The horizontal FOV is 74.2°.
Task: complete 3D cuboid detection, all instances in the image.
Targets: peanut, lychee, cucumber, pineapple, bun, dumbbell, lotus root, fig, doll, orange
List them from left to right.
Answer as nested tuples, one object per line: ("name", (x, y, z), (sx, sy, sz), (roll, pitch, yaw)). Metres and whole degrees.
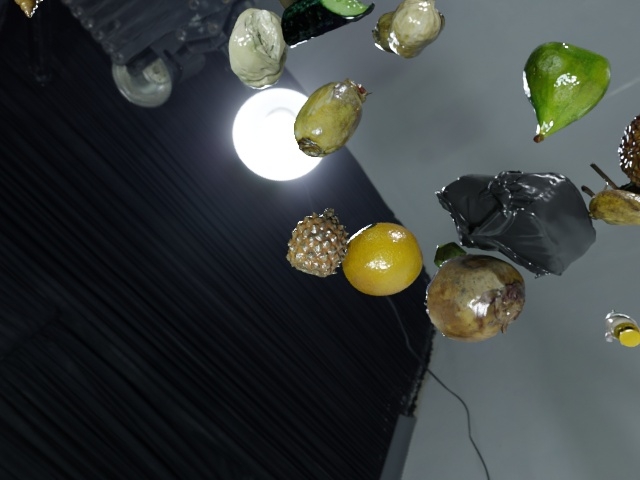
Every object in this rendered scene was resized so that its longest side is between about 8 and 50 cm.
("bun", (-0.161, -0.545, 1.212), (0.237, 0.116, 0.209), (-12, -60, -70))
("cucumber", (-0.008, -0.362, 0.686), (0.220, 0.070, 0.046), (14, 68, 55))
("pineapple", (0.000, 0.000, 1.152), (0.166, 0.167, 0.192), (-5, 65, 69))
("lotus root", (0.032, -0.326, 1.079), (0.278, 0.154, 0.154), (-54, 17, -23))
("orange", (0.182, 0.054, 1.240), (0.236, 0.236, 0.236), (-38, 13, 10))
("lotus root", (0.345, -0.817, 1.651), (0.275, 0.160, 0.151), (-16, -33, -5))
("peanut", (0.248, -0.568, 1.135), (0.129, 0.129, 0.224), (-40, 8, 2))
("dumbbell", (0.511, 0.092, 1.642), (0.122, 0.108, 0.302), (-19, -19, 16))
("lotus root", (0.462, 0.173, 1.213), (0.272, 0.272, 0.192), (-44, 18, -17))
("fig", (0.583, -0.351, 1.049), (0.203, 0.203, 0.235), (-96, 24, -75))
("doll", (0.767, 0.228, 1.088), (0.084, 0.073, 0.127), (-53, -5, 24))
("lotus root", (0.780, -0.079, 1.069), (0.109, 0.094, 0.191), (-4, 12, -17))
("lychee", (0.947, -0.233, 1.119), (0.268, 0.267, 0.267), (-38, 13, 10))

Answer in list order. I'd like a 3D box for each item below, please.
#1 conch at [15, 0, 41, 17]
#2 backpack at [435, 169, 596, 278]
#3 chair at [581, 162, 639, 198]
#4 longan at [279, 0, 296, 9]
("conch", (-0.449, -0.501, 0.656), (0.093, 0.329, 0.109), (-3, -5, 37))
("backpack", (0.577, -0.071, 1.328), (0.254, 0.363, 0.446), (-47, 28, -7))
("chair", (1.016, -0.133, 1.344), (0.186, 0.319, 0.160), (-48, 2, -35))
("longan", (-0.026, -0.696, 1.109), (0.220, 0.197, 0.196), (-52, 14, -6))
